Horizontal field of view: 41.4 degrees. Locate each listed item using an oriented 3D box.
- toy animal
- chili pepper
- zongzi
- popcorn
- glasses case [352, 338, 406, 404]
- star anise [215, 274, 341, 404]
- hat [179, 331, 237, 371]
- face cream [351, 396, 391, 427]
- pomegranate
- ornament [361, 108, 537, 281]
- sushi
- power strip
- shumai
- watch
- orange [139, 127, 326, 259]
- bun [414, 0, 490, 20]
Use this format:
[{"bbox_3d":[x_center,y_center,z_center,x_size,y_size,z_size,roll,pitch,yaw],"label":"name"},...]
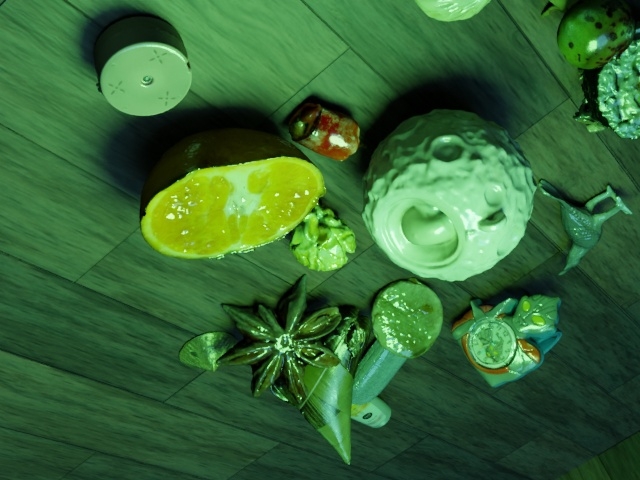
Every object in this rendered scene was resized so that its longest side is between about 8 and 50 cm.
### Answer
[{"bbox_3d":[0.658,-0.056,2.091,0.206,0.081,0.367,-27,137,3],"label":"toy animal"},{"bbox_3d":[0.034,-0.199,1.623,0.192,0.084,0.086,19,158,-37],"label":"chili pepper"},{"bbox_3d":[0.068,0.360,2.113,0.289,0.317,0.154,-41,178,20],"label":"zongzi"},{"bbox_3d":[0.000,0.000,1.795,0.135,0.141,0.162,-35,179,11],"label":"popcorn"},{"bbox_3d":[0.163,0.333,2.285,0.109,0.067,0.282,18,115,-39],"label":"glasses case"},{"bbox_3d":[-0.094,0.227,1.978,0.315,0.315,0.108,-17,-177,-7],"label":"star anise"},{"bbox_3d":[-0.264,0.290,2.055,0.146,0.067,0.146,-13,140,-11],"label":"hat"},{"bbox_3d":[0.103,0.467,2.437,0.107,0.073,0.269,-42,137,7],"label":"face cream"},{"bbox_3d":[0.492,-0.393,1.547,0.148,0.169,0.148,-13,141,-11],"label":"pomegranate"},{"bbox_3d":[0.253,-0.094,1.660,0.337,0.337,0.337,-14,141,-11],"label":"ornament"},{"bbox_3d":[0.627,-0.325,1.691,0.238,0.219,0.225,0,105,12],"label":"sushi"},{"bbox_3d":[-0.289,-0.280,1.371,0.154,0.078,0.154,-13,143,-10],"label":"power strip"},{"bbox_3d":[0.213,0.193,2.146,0.201,0.201,0.120,-12,-179,-14],"label":"shumai"},{"bbox_3d":[0.540,0.246,2.302,0.305,0.241,0.274,-40,155,17],"label":"watch"},{"bbox_3d":[-0.173,-0.079,1.532,0.310,0.274,0.274,-45,152,-30],"label":"orange"},{"bbox_3d":[0.235,-0.451,1.391,0.193,0.128,0.178,-42,136,20],"label":"bun"}]
